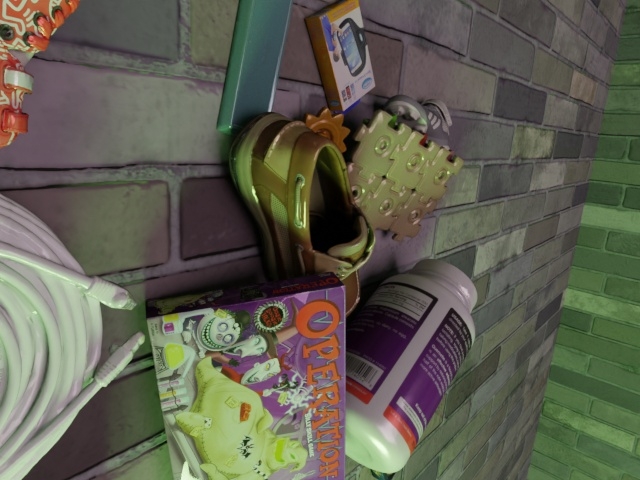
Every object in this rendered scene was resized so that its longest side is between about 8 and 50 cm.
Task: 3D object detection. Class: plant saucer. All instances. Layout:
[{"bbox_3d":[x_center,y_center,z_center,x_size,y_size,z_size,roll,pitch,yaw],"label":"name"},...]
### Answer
[{"bbox_3d":[-0.066,-0.208,0.493,0.067,0.018,0.192,6,99,-50],"label":"plant saucer"}]

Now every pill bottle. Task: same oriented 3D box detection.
[{"bbox_3d":[0.126,0.181,0.721,0.323,0.181,0.181,-46,133,-30],"label":"pill bottle"}]

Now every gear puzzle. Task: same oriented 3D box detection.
[{"bbox_3d":[0.076,-0.101,0.669,0.339,0.044,0.175,13,114,-45],"label":"gear puzzle"}]

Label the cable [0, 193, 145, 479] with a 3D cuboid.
[{"bbox_3d":[-0.278,0.078,0.279,0.257,0.089,0.257,-54,136,-23],"label":"cable"}]

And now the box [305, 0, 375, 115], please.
[{"bbox_3d":[0.032,-0.237,0.593,0.081,0.028,0.136,-45,131,-31],"label":"box"}]

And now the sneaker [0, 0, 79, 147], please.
[{"bbox_3d":[-0.204,-0.149,0.293,0.270,0.090,0.145,-35,128,-34],"label":"sneaker"}]

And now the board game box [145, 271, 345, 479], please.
[{"bbox_3d":[-0.072,0.216,0.530,0.208,0.056,0.346,-10,111,-21],"label":"board game box"}]

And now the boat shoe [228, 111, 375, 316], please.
[{"bbox_3d":[0.000,0.000,0.551,0.122,0.120,0.324,-51,141,-25],"label":"boat shoe"}]

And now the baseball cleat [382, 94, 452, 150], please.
[{"bbox_3d":[0.161,-0.201,0.741,0.206,0.072,0.109,31,64,-55],"label":"baseball cleat"}]

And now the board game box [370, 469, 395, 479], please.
[{"bbox_3d":[0.143,0.357,0.911,0.165,0.042,0.243,-44,132,-33],"label":"board game box"}]
